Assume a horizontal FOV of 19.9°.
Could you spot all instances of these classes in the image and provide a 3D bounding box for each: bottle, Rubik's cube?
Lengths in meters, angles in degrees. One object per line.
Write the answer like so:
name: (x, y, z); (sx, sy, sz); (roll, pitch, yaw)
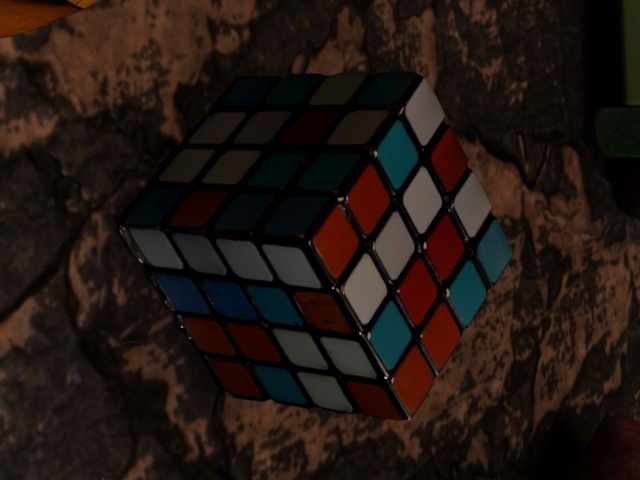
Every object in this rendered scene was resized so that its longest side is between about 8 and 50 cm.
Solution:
bottle: (0.309, -0.046, 1.558); (0.164, 0.060, 0.060); (-6, 98, -49)
Rubik's cube: (0.000, 0.000, 1.117); (0.151, 0.154, 0.155); (-56, 132, -32)

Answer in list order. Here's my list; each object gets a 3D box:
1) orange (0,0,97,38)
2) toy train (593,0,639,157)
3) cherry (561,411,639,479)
orange: (-0.174, -0.197, 0.844); (0.234, 0.234, 0.182); (-43, 166, -39)
toy train: (0.340, -0.209, 1.427); (0.160, 0.253, 0.397); (-19, 107, -54)
cherry: (0.262, 0.256, 1.435); (0.192, 0.175, 0.250); (-1, 76, -73)
